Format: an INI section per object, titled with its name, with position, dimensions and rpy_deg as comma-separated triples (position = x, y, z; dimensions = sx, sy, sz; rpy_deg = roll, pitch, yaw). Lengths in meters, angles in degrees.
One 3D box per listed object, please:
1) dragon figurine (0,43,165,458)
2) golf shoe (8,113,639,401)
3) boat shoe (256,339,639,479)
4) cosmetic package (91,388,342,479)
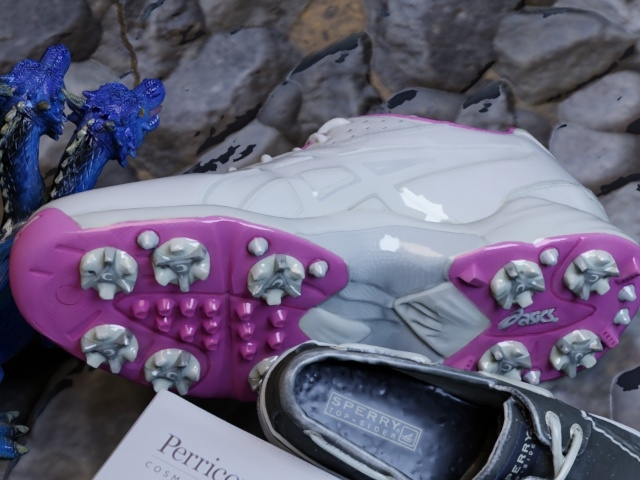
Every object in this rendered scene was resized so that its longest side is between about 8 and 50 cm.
[dragon figurine]
position = -0.177, 0.033, 0.850
dimensions = 0.085, 0.144, 0.289
rpy_deg = 27, 62, 25
[golf shoe]
position = 0.000, 0.000, 0.852
dimensions = 0.306, 0.115, 0.140
rpy_deg = 3, 41, -19
[boat shoe]
position = 0.079, 0.100, 0.772
dimensions = 0.219, 0.070, 0.077
rpy_deg = 18, 78, -8
[cosmetic package]
position = 0.013, 0.260, 0.692
dimensions = 0.377, 0.097, 0.284
rpy_deg = 24, 59, 23
